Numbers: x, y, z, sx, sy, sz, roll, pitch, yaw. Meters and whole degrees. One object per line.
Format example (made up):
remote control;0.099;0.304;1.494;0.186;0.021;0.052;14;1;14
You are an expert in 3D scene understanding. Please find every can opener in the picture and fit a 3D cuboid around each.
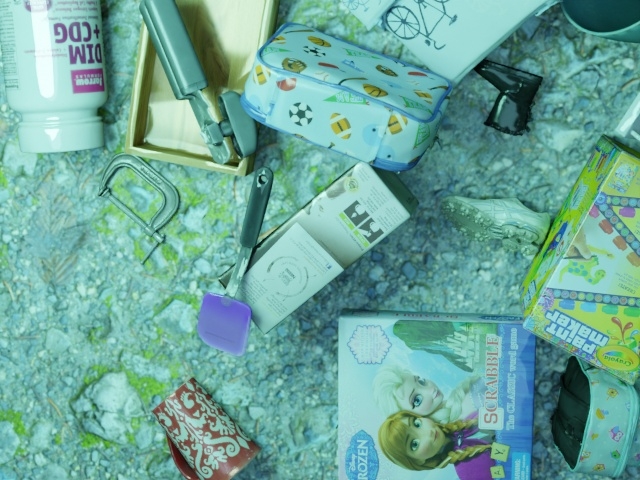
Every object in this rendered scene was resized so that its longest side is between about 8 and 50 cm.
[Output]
can opener;-0.183;-0.254;1.798;0.095;0.076;0.283;-24;96;-21

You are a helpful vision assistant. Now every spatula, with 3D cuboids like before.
spatula;-0.119;0.030;1.749;0.084;0.030;0.296;18;101;10

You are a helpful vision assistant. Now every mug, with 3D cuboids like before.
mug;-0.208;0.332;1.944;0.150;0.113;0.169;-40;88;11

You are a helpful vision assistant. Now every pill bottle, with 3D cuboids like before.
pill bottle;-0.421;-0.285;1.845;0.160;0.160;0.283;-2;100;9

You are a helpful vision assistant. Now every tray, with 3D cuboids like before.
tray;-0.178;-0.324;1.847;0.203;0.076;0.411;11;102;6

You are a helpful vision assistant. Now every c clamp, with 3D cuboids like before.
c clamp;-0.309;-0.061;1.936;0.137;0.022;0.160;-44;91;13

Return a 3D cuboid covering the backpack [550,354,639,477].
backpack;0.436;0.279;1.795;0.144;0.188;0.166;14;100;6

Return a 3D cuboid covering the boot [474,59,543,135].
boot;0.280;-0.222;1.810;0.121;0.045;0.099;19;104;4

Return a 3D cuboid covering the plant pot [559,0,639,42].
plant pot;0.505;-0.401;1.650;0.195;0.290;0.290;15;104;-30

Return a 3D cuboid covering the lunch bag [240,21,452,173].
lunch bag;0.049;-0.218;1.751;0.303;0.243;0.115;23;119;5

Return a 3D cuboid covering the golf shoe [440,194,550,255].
golf shoe;0.278;-0.038;1.837;0.176;0.086;0.069;25;142;23

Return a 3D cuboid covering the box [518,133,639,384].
box;0.431;0.016;1.700;0.177;0.290;0.279;28;103;3

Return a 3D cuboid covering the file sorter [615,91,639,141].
file sorter;0.579;-0.208;1.563;0.173;0.193;0.277;47;119;35

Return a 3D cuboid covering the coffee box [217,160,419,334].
coffee box;0.000;0.000;1.825;0.297;0.168;0.119;-40;91;12

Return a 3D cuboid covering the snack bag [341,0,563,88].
snack bag;0.143;-0.391;1.691;0.342;0.323;0.037;44;59;-5

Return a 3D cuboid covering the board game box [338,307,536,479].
board game box;0.187;0.275;1.894;0.318;0.066;0.318;1;99;9
